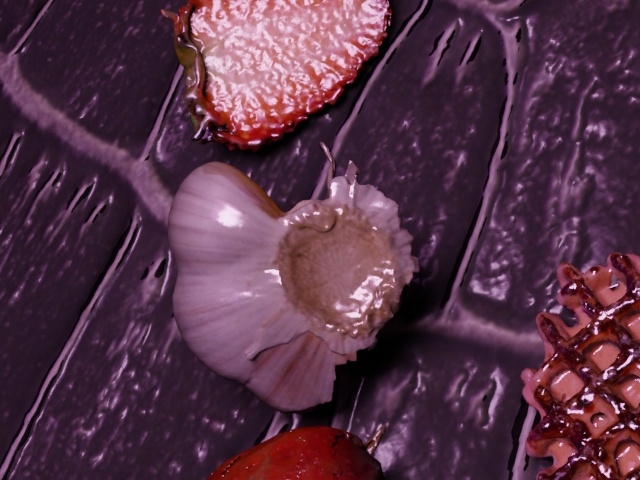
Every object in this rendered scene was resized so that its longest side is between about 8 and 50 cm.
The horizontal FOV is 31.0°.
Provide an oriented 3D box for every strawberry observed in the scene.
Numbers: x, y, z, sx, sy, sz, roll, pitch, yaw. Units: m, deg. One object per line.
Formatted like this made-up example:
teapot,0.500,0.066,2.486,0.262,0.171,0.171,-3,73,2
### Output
strawberry,-0.034,-0.165,1.072,0.208,0.087,0.167,-10,82,-5

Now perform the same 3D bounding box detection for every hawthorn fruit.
hawthorn fruit,-0.009,0.202,0.848,0.148,0.148,0.172,32,72,34

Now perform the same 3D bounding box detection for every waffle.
waffle,0.247,0.108,0.812,0.221,0.055,0.234,-2,62,28

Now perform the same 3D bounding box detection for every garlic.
garlic,0.000,0.000,0.920,0.207,0.207,0.257,11,49,30
